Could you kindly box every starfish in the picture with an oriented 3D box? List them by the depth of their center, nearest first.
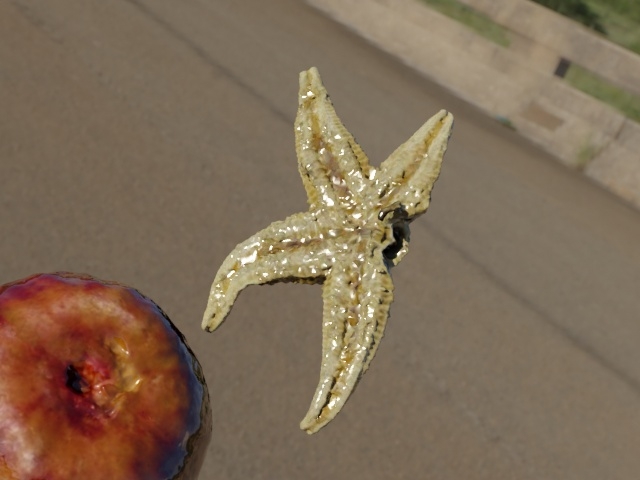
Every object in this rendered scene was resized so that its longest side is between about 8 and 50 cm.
[{"bbox_3d":[-0.002,-0.001,0.852,0.138,0.247,0.050,16,-16,28],"label":"starfish"}]

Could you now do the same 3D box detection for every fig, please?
[{"bbox_3d":[-0.116,0.072,0.549,0.128,0.128,0.150,11,6,-34],"label":"fig"}]
